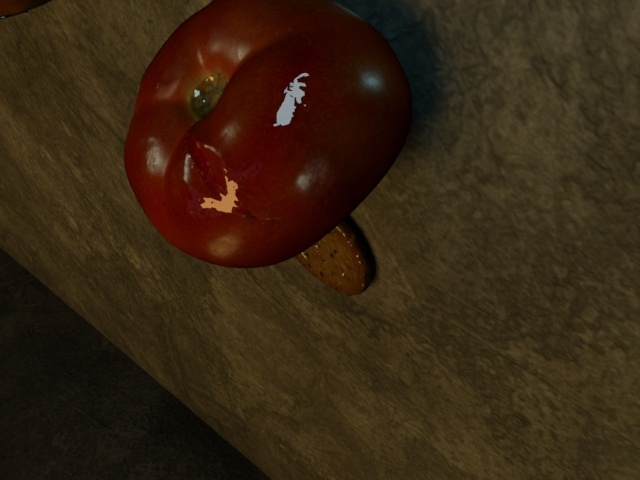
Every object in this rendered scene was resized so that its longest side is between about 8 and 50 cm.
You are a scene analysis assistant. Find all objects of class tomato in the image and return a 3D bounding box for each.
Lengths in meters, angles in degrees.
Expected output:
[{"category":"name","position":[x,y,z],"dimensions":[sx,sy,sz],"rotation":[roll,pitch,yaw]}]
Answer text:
[{"category":"tomato","position":[-0.046,-0.111,0.904],"dimensions":[0.226,0.299,0.298],"rotation":[25,177,-42]}]

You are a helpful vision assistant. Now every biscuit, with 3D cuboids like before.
[{"category":"biscuit","position":[0.001,-0.001,1.258],"dimensions":[0.188,0.027,0.188],"rotation":[37,154,21]}]

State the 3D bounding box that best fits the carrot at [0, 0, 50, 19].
[{"category":"carrot","position":[-0.467,-0.426,1.205],"dimensions":[0.214,0.193,0.331],"rotation":[-107,8,-45]}]
